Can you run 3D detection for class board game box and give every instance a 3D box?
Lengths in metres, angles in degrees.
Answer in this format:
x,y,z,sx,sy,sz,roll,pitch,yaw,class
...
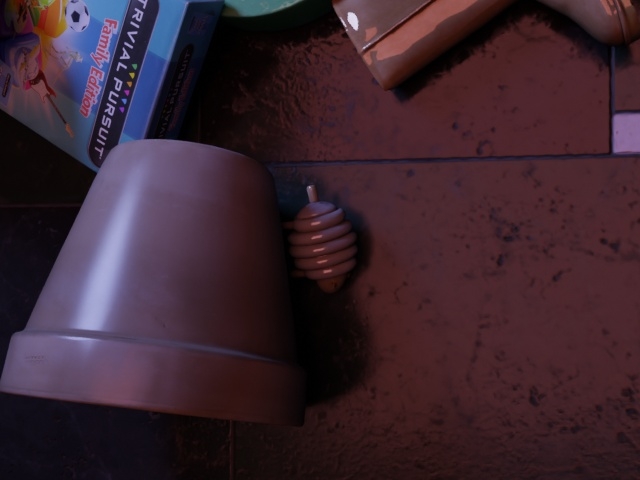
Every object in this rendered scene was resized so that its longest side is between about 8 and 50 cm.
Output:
x,y,z,sx,sy,sz,roll,pitch,yaw,class
-0.310,-0.254,1.032,0.336,0.079,0.253,32,118,15,board game box

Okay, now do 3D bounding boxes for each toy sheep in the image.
x,y,z,sx,sy,sz,roll,pitch,yaw,class
0.000,0.000,0.973,0.091,0.091,0.132,-12,104,17,toy sheep

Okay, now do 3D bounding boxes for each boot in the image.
x,y,z,sx,sy,sz,roll,pitch,yaw,class
0.179,-0.247,0.923,0.270,0.089,0.236,-31,68,13,boot

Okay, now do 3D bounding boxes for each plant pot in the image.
x,y,z,sx,sy,sz,roll,pitch,yaw,class
-0.164,0.049,0.921,0.323,0.323,0.280,2,78,17,plant pot

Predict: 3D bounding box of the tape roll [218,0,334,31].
x,y,z,sx,sy,sz,roll,pitch,yaw,class
-0.068,-0.420,1.003,0.322,0.077,0.321,0,90,18,tape roll
